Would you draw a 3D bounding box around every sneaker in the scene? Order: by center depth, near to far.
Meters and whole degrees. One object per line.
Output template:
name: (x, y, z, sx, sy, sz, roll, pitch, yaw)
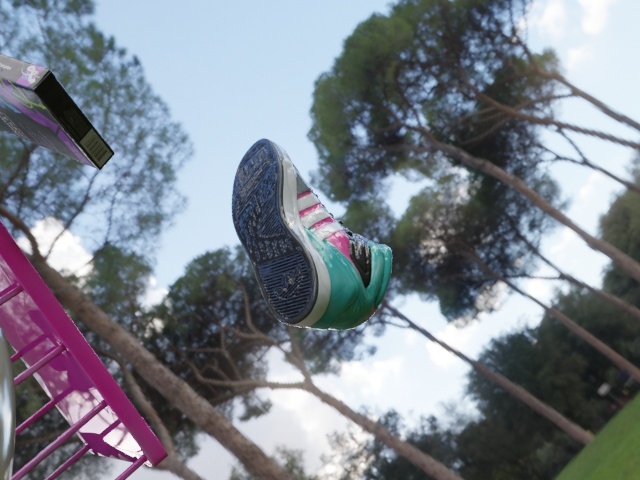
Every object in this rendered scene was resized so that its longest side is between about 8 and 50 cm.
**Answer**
sneaker: (0.000, 0.000, 0.981, 0.178, 0.296, 0.124, 22, -54, -41)

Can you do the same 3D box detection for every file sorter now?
file sorter: (-0.334, 0.151, 0.741, 0.182, 0.291, 0.202, -39, 13, -33)

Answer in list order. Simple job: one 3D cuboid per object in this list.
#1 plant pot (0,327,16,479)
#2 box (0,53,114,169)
plant pot: (-0.291, 0.165, 0.389, 0.284, 0.191, 0.284, -20, -36, -15)
box: (-0.290, -0.133, 0.742, 0.029, 0.162, 0.116, -55, -33, -20)
